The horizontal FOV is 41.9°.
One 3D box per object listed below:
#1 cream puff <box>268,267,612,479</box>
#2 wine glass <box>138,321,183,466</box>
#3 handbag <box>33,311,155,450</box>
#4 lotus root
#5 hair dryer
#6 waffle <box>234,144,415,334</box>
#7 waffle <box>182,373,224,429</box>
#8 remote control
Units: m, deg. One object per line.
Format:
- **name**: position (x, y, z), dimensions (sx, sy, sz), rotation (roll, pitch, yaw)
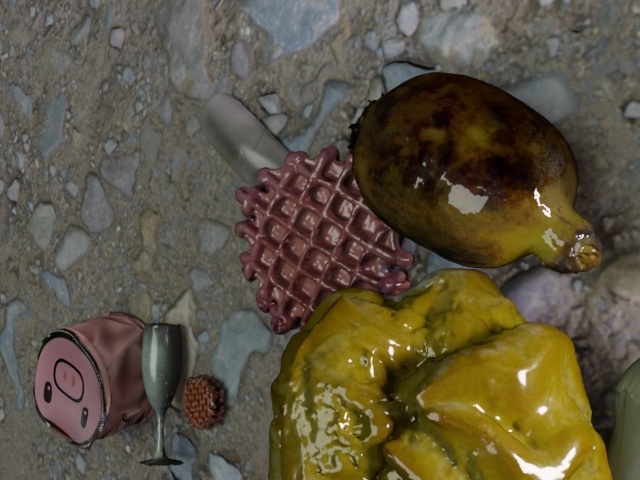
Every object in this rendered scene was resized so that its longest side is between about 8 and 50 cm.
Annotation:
- **cream puff**: position (0.098, 0.188, 0.738), dimensions (0.274, 0.270, 0.323), rotation (-19, 78, 56)
- **wine glass**: position (-0.223, 0.214, 1.178), dimensions (0.066, 0.066, 0.197), rotation (-4, 83, 41)
- **handbag**: position (-0.335, 0.204, 1.244), dimensions (0.205, 0.116, 0.179), rotation (18, 104, 38)
- **lotus root**: position (0.138, -0.067, 0.795), dimensions (0.169, 0.141, 0.314), rotation (-50, 51, -5)
- **hair dryer**: position (0.322, 0.204, 0.712), dimensions (0.225, 0.088, 0.219), rotation (49, 128, 12)
- **waffle**: position (0.000, 0.000, 0.974), dimensions (0.234, 0.055, 0.221), rotation (-15, 87, 30)
- **waffle**: position (-0.163, 0.222, 1.151), dimensions (0.083, 0.029, 0.075), rotation (-9, 80, 45)
- **remote control**: position (-0.091, -0.111, 1.074), dimensions (0.229, 0.044, 0.073), rotation (48, 117, 29)
